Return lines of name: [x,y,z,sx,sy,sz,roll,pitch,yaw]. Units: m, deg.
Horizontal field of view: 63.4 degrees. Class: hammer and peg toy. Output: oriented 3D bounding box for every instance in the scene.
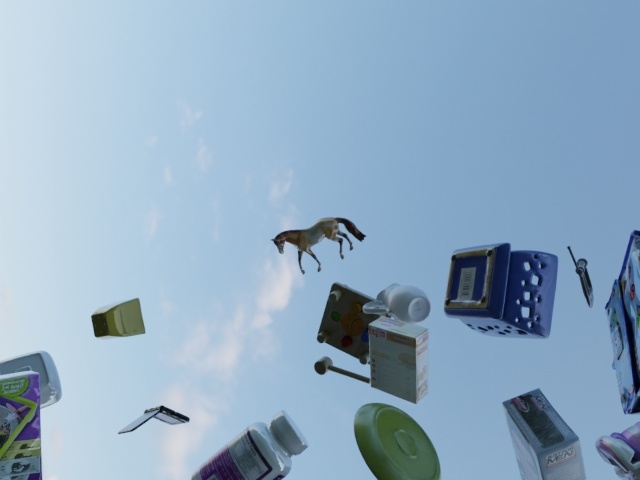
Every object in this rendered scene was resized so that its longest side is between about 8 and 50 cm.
hammer and peg toy: [0.120,0.364,1.968,0.265,0.127,0.362,22,-69,20]

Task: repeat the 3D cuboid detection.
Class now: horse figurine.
horse figurine: [0.000,0.000,1.567,0.175,0.263,0.066,63,3,-26]

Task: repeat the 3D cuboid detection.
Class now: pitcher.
pitcher: [0.245,0.211,1.674,0.207,0.177,0.126,14,-56,70]

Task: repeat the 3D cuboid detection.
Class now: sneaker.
sneaker: [0.497,0.342,0.699,0.236,0.104,0.095,52,-5,14]

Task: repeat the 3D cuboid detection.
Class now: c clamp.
c clamp: [0.572,0.075,1.122,0.022,0.160,0.137,-19,-99,29]

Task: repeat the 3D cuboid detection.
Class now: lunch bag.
lunch bag: [0.581,0.158,0.902,0.293,0.137,0.221,82,14,-53]

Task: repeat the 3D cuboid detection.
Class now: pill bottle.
pill bottle: [-0.186,0.607,1.412,0.169,0.301,0.169,51,-9,11]

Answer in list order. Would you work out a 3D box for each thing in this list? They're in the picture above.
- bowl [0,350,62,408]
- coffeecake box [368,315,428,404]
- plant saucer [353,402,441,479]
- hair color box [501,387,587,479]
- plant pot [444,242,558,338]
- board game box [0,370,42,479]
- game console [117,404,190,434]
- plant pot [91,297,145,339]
bowl: [-0.660,0.310,1.155,0.142,0.141,0.053,53,-42,31]
coffeecake box: [0.203,0.307,1.343,0.142,0.068,0.186,11,-69,39]
plant saucer: [0.177,0.447,1.121,0.037,0.240,0.241,-49,-119,23]
hair color box: [0.599,0.598,1.357,0.185,0.113,0.375,-110,180,-65]
plant pot: [0.480,0.133,1.425,0.236,0.211,0.236,-11,-116,61]
board game box: [-0.561,0.307,0.685,0.056,0.346,0.209,-1,-91,46]
game console: [-0.357,0.398,1.112,0.122,0.107,0.071,-30,-147,50]
plant pot: [-0.443,0.175,1.117,0.081,0.083,0.082,-12,-91,28]
